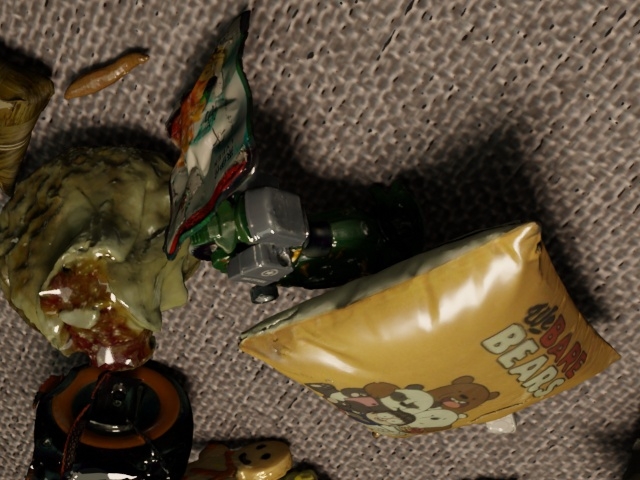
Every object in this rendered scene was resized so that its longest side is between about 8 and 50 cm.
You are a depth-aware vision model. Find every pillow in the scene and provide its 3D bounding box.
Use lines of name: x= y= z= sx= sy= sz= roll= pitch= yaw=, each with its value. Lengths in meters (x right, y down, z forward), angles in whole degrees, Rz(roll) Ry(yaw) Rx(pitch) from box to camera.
pillow: x=0.122 y=0.109 z=0.869 sx=0.312 sy=0.119 sz=0.310 roll=-23 pitch=139 yaw=21

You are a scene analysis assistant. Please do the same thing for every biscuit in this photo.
biscuit: x=-0.153 y=0.323 z=1.167 sx=0.234 sy=0.153 sz=0.030 roll=-15 pitch=109 yaw=-7

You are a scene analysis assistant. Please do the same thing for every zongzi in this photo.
zongzi: x=-0.404 y=-0.152 z=0.950 sx=0.187 sy=0.084 sz=0.184 roll=34 pitch=135 yaw=-2

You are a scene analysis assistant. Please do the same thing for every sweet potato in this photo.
sweet potato: x=-0.228 y=-0.178 z=0.916 sx=0.115 sy=0.026 sz=0.026 roll=-23 pitch=116 yaw=20

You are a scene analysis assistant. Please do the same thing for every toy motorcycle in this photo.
toy motorcycle: x=0.000 y=0.000 z=0.877 sx=0.187 sy=0.124 sz=0.275 roll=-26 pitch=157 yaw=33

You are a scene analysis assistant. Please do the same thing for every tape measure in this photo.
tape measure: x=-0.265 y=0.250 z=1.098 sx=0.202 sy=0.223 sz=0.135 roll=7 pitch=125 yaw=-8

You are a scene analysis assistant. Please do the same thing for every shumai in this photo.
shumai: x=-0.238 y=0.019 z=0.909 sx=0.256 sy=0.218 sz=0.189 roll=-31 pitch=119 yaw=5

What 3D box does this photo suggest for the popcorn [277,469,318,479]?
popcorn: x=-0.044 y=0.391 z=1.207 sx=0.145 sy=0.126 sz=0.125 roll=-9 pitch=97 yaw=43

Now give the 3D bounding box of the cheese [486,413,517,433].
cheese: x=0.191 y=0.140 z=1.019 sx=0.127 sy=0.054 sz=0.251 roll=-9 pitch=122 yaw=23

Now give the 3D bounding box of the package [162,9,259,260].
package: x=-0.110 y=-0.108 z=0.820 sx=0.040 sy=0.232 sz=0.166 roll=22 pitch=134 yaw=-27

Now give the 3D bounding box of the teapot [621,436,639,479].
teapot: x=0.439 y=0.297 z=0.933 sx=0.285 sy=0.223 sz=0.305 roll=11 pitch=114 yaw=12
